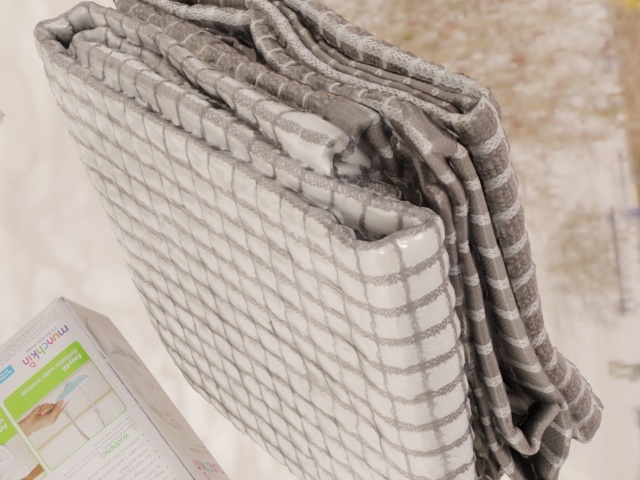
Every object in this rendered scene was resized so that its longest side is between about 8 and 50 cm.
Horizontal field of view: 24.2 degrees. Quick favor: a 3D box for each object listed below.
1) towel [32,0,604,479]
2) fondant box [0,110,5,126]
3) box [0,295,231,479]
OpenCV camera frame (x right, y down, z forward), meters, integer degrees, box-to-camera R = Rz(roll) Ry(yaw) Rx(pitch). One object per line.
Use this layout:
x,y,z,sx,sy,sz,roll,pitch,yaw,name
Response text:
0.000,0.000,0.731,0.121,0.283,0.235,-35,131,-23,towel
-0.596,-0.184,1.849,0.330,0.096,0.238,45,61,-4,fondant box
-0.228,0.221,1.224,0.231,0.262,0.127,50,2,15,box
